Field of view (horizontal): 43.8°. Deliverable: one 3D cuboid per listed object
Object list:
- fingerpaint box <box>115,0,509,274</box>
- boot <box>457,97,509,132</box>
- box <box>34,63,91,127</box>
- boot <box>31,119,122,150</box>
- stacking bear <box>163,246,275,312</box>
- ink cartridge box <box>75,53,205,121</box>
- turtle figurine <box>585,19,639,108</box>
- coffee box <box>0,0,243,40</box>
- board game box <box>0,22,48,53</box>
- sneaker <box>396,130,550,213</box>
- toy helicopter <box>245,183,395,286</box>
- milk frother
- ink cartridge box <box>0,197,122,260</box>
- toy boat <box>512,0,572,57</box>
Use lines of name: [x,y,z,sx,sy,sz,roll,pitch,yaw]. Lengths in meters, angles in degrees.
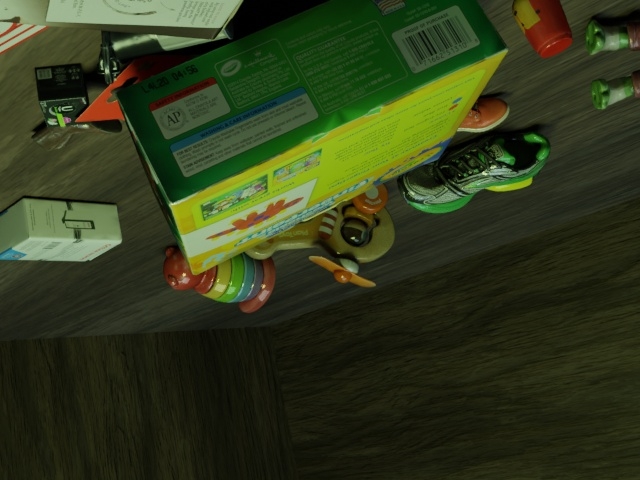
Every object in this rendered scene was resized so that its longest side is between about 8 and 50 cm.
fingerpaint box: [-0.020,-0.153,1.091,0.444,0.163,0.371,-26,169,-10]
boot: [0.267,-0.234,1.440,0.157,0.059,0.085,-11,162,1]
box: [-0.349,-0.195,1.084,0.062,0.052,0.083,-8,165,-12]
boot: [-0.374,-0.164,1.219,0.106,0.037,0.114,15,150,-34]
stacking bear: [-0.279,0.085,2.095,0.289,0.175,0.164,9,158,-38]
ink cartridge box: [-0.192,-0.193,1.109,0.189,0.066,0.232,-29,175,43]
turtle figurine: [0.556,-0.283,1.201,0.266,0.275,0.198,-9,133,6]
coffee box: [-0.213,-0.271,0.641,0.297,0.168,0.119,-3,164,-30]
board game box: [-0.360,-0.221,0.755,0.193,0.045,0.146,-19,165,26]
sneaker: [0.321,-0.162,1.678,0.343,0.134,0.146,-18,161,-12]
toy helicopter: [0.000,0.000,1.785,0.355,0.235,0.140,-7,166,-17]
milk frother: [-0.174,-0.235,0.874,0.134,0.143,0.129,-11,160,8]
ink cartridge box: [-0.524,-0.018,1.588,0.148,0.086,0.203,-22,164,39]
toy boat: [0.346,-0.350,0.901,0.318,0.148,0.267,-30,163,34]
